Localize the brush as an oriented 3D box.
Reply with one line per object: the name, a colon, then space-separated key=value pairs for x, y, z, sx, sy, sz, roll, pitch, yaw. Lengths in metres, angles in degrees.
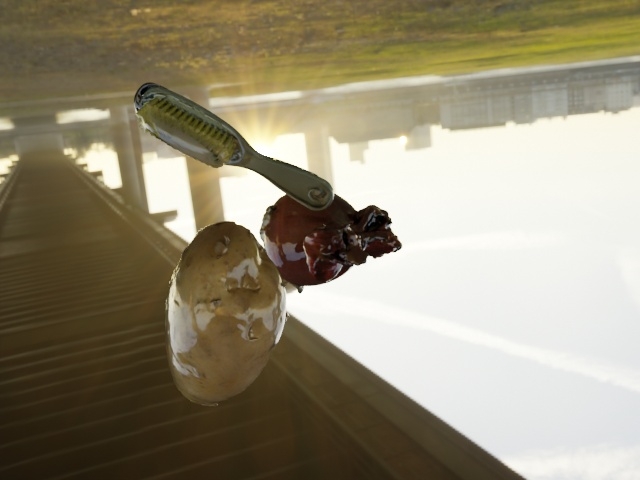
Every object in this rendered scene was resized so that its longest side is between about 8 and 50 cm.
brush: x=-0.118 y=-0.111 z=0.870 sx=0.297 sy=0.068 sz=0.060 roll=27 pitch=-145 yaw=-6

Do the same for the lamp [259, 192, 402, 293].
lamp: x=-0.006 y=-0.010 z=0.980 sx=0.223 sy=0.151 sz=0.215 roll=-25 pitch=179 yaw=36

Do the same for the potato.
potato: x=-0.103 y=0.088 z=0.715 sx=0.128 sy=0.234 sz=0.161 roll=6 pitch=-160 yaw=-14
